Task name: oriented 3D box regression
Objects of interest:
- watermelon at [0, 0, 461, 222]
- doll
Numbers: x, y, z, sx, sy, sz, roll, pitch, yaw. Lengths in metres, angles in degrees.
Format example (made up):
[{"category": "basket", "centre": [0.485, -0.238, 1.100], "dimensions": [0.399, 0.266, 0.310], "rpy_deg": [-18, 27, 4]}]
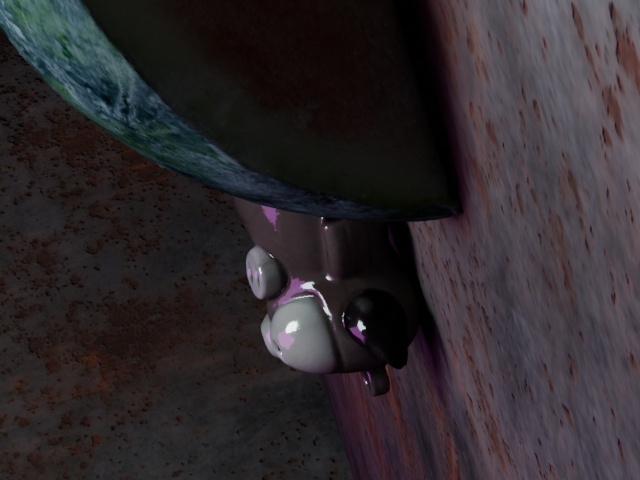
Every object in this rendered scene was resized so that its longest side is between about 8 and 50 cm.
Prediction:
[{"category": "watermelon", "centre": [-0.048, -0.166, 1.141], "dimensions": [0.387, 0.258, 0.228], "rpy_deg": [31, 175, -21]}, {"category": "doll", "centre": [0.002, -0.002, 1.453], "dimensions": [0.182, 0.117, 0.257], "rpy_deg": [-157, 53, -77]}]
